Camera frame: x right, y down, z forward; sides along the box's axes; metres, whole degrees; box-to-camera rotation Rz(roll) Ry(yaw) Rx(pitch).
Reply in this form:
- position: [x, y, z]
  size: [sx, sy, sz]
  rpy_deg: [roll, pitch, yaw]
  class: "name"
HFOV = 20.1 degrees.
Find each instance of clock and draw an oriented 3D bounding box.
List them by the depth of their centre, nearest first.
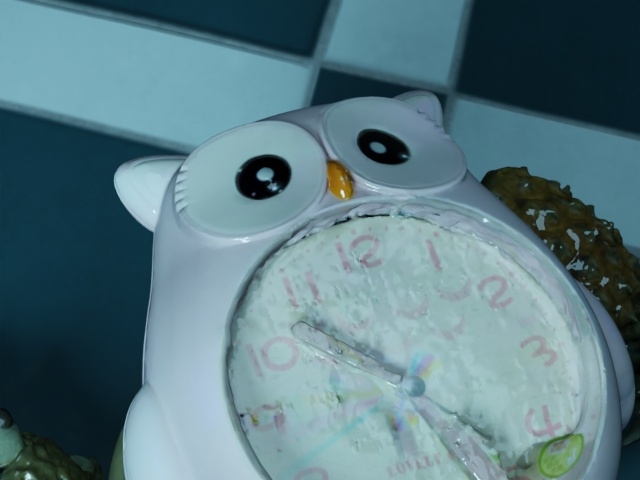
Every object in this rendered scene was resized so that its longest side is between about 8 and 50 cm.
- position: [0.026, 0.093, 1.290]
  size: [0.368, 0.250, 0.377]
  rpy_deg: [-15, 70, -16]
  class: "clock"

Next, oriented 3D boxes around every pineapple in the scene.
- position: [0.253, 0.079, 1.516]
  size: [0.340, 0.169, 0.169]
  rpy_deg: [32, 61, 5]
  class: "pineapple"

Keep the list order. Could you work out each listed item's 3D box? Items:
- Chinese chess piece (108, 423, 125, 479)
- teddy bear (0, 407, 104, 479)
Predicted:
- position: [-0.033, 0.201, 1.425]
  size: [0.270, 0.112, 0.270]
  rpy_deg: [3, 60, -4]
  class: "Chinese chess piece"
- position: [-0.296, 0.193, 1.381]
  size: [0.256, 0.156, 0.267]
  rpy_deg: [9, 29, 5]
  class: "teddy bear"
